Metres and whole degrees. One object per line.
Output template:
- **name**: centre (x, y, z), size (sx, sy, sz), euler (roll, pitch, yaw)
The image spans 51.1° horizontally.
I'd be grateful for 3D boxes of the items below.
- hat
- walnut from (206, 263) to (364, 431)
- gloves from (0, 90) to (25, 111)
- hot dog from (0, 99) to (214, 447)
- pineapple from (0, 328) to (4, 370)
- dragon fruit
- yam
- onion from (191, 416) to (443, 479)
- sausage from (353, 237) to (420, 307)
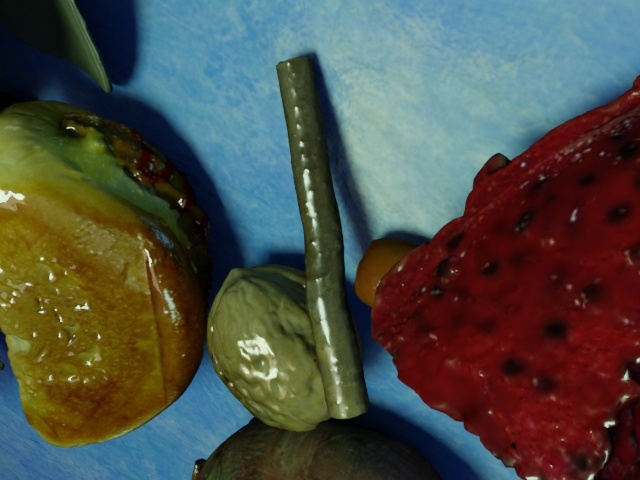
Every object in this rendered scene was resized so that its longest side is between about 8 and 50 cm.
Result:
- **hat**: centre (-0.260, -0.283, 0.654), size (0.214, 0.149, 0.245), euler (33, 170, 17)
- **walnut**: centre (-0.040, 0.106, 0.706), size (0.184, 0.155, 0.155), euler (52, 133, -5)
- **gloves**: centre (-0.445, -0.121, 0.822), size (0.301, 0.152, 0.197), euler (22, 164, 6)
- **hot dog**: centre (-0.231, 0.047, 0.749), size (0.223, 0.185, 0.405), euler (0, 123, -2)
- **pineapple**: centre (-0.659, 0.159, 1.030), size (0.352, 0.352, 0.300), euler (48, 131, -3)
- **dragon fruit**: centre (0.241, 0.011, 0.479), size (0.228, 0.286, 0.329), euler (31, 100, 61)
- **yam**: centre (0.000, 0.000, 0.614), size (0.045, 0.045, 0.327), euler (-162, 63, -78)
- **onion**: centre (-0.006, 0.363, 0.767), size (0.353, 0.353, 0.354), euler (17, 128, 24)
- **sausage**: centre (0.124, 0.056, 0.611), size (0.197, 0.076, 0.076), euler (21, 129, 20)
